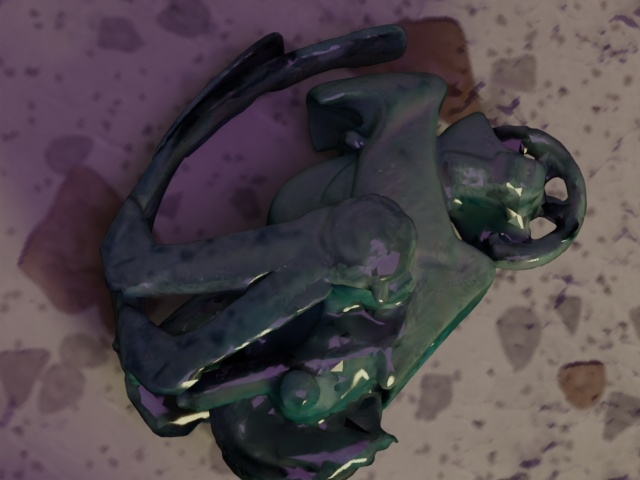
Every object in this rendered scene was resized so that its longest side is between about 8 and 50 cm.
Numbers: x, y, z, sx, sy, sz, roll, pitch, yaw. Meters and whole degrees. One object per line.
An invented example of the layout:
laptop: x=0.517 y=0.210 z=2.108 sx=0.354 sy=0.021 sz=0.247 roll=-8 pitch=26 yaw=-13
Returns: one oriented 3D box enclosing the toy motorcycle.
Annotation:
toy motorcycle: x=0.000 y=0.000 z=0.980 sx=0.206 sy=0.154 sz=0.260 roll=40 pitch=73 yaw=12
